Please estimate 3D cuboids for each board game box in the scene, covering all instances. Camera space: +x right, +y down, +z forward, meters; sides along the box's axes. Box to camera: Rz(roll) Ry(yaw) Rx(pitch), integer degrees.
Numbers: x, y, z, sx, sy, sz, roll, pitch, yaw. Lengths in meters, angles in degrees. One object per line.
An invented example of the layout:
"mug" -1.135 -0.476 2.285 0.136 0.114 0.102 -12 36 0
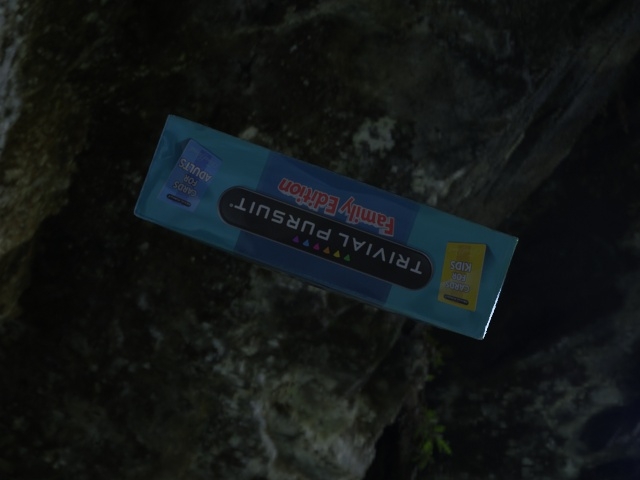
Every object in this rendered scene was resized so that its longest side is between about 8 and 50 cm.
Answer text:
"board game box" 0.000 0.000 0.777 0.254 0.336 0.079 20 -93 0
